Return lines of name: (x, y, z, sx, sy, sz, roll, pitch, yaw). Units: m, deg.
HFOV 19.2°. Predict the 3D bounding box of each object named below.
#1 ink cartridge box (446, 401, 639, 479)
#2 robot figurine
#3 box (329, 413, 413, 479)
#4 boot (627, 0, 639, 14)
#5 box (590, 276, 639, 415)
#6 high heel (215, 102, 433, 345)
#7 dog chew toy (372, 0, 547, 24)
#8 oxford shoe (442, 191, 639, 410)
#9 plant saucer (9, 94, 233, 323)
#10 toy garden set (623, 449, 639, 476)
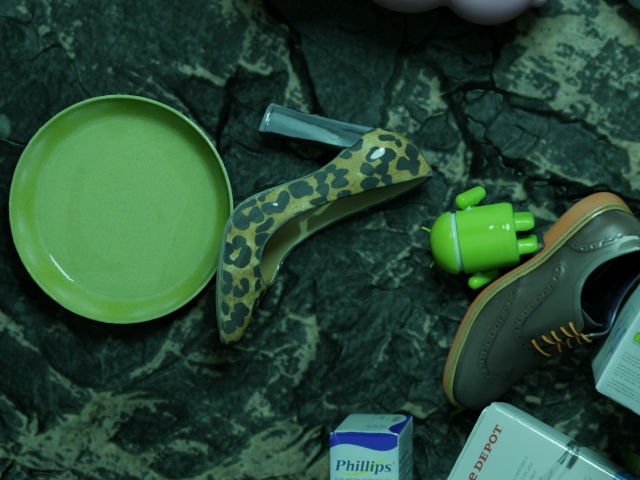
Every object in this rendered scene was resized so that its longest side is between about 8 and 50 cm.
ink cartridge box: (0.230, 0.269, 1.917, 0.190, 0.082, 0.140, 30, 98, 22)
robot figurine: (0.164, -0.002, 1.936, 0.115, 0.067, 0.101, -9, 104, 8)
box: (0.052, 0.254, 1.938, 0.072, 0.126, 0.137, 1, 93, 9)
boot: (0.397, -0.373, 1.875, 0.223, 0.118, 0.338, 45, 102, -6)
box: (0.339, 0.114, 1.853, 0.114, 0.203, 0.103, 30, 97, 3)
high heel: (0.000, 0.000, 1.940, 0.186, 0.093, 0.261, 16, 87, 12)
dog chew toy: (0.080, -0.319, 1.868, 0.331, 0.206, 0.207, 25, 97, -4)
oxford shoe: (0.227, 0.077, 1.898, 0.097, 0.098, 0.271, 27, 107, -38)
plant saucer: (-0.208, -0.033, 1.997, 0.241, 0.037, 0.241, 1, 94, 7)
toy garden set: (0.401, 0.354, 1.938, 0.244, 0.049, 0.204, 19, 96, 6)
